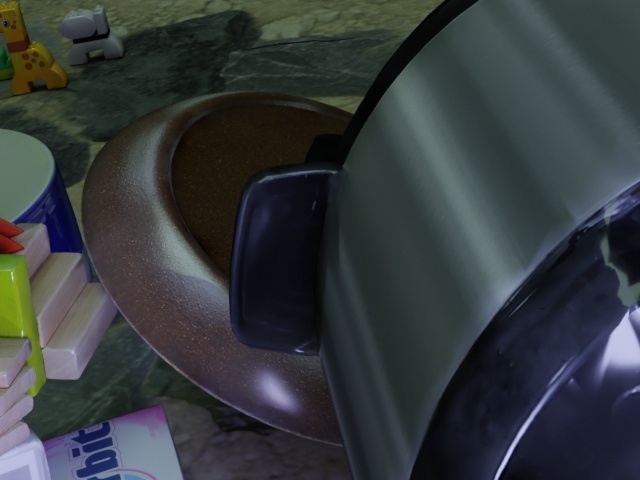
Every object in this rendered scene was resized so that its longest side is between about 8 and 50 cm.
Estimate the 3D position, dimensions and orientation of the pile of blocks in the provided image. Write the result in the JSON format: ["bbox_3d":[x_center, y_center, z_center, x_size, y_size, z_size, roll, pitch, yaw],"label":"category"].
[{"bbox_3d":[-0.252,0.064,0.935,0.149,0.113,0.362,14,32,33],"label":"pile of blocks"}]

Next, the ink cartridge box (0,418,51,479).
[{"bbox_3d":[-0.339,0.136,1.012,0.296,0.066,0.261,-18,27,-24],"label":"ink cartridge box"}]

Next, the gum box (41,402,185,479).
[{"bbox_3d":[-0.122,0.181,1.004,0.107,0.062,0.188,-17,28,-6],"label":"gum box"}]

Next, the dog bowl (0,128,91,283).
[{"bbox_3d":[-0.319,0.015,1.348,0.264,0.104,0.265,-10,28,5],"label":"dog bowl"}]

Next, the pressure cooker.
[{"bbox_3d":[0.188,0.045,0.786,0.375,0.370,0.420,-40,24,10],"label":"pressure cooker"}]

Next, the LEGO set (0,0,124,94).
[{"bbox_3d":[-0.324,-0.201,1.758,0.227,0.093,0.087,-9,28,6],"label":"LEGO set"}]

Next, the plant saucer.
[{"bbox_3d":[0.000,0.000,1.122,0.310,0.050,0.311,18,37,-14],"label":"plant saucer"}]
